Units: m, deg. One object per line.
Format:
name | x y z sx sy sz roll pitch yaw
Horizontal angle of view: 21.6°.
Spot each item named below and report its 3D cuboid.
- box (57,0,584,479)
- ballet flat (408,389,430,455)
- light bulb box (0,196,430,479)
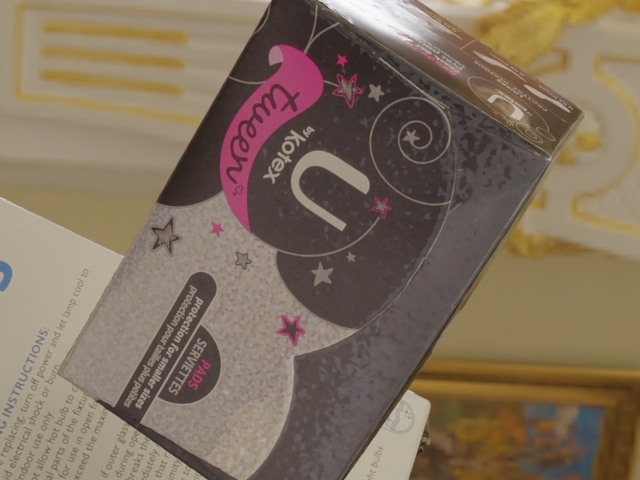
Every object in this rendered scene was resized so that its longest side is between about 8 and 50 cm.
box | 0.000 0.000 0.883 0.247 0.163 0.142 -58 175 19
ballet flat | 0.033 0.250 1.505 0.250 0.058 0.084 -63 168 -1
light bulb box | -0.169 0.195 1.277 0.358 0.361 0.225 -49 -162 57
